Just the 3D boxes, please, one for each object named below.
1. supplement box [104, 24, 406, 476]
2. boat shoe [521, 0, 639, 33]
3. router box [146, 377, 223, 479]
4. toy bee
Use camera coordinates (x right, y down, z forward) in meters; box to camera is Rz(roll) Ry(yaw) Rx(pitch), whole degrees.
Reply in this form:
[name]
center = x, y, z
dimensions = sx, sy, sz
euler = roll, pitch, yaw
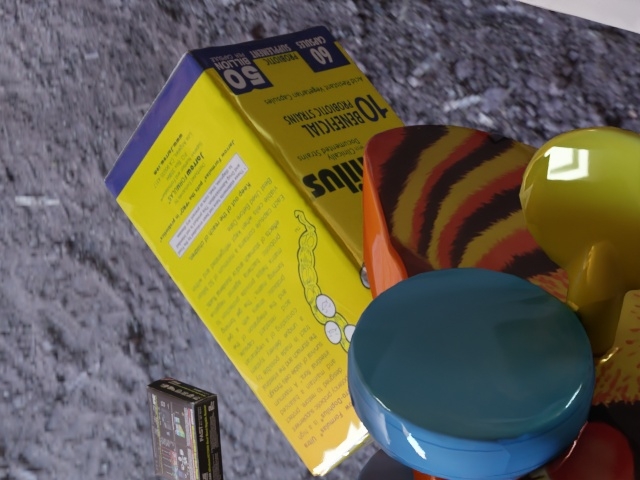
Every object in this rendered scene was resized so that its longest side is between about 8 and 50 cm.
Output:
[supplement box]
center = 0.000, 0.000, 1.105
dimensions = 0.194, 0.356, 0.195
euler = -23, 161, -48
[boat shoe]
center = 0.244, -0.207, 0.764
dimensions = 0.127, 0.340, 0.158
euler = 3, 108, -42
[router box]
center = -0.163, 0.234, 1.419
dimensions = 0.038, 0.092, 0.122
euler = -18, 112, -42
[toy bee]
center = 0.086, 0.080, 0.360
dimensions = 0.162, 0.298, 0.195
euler = 2, 152, 2
